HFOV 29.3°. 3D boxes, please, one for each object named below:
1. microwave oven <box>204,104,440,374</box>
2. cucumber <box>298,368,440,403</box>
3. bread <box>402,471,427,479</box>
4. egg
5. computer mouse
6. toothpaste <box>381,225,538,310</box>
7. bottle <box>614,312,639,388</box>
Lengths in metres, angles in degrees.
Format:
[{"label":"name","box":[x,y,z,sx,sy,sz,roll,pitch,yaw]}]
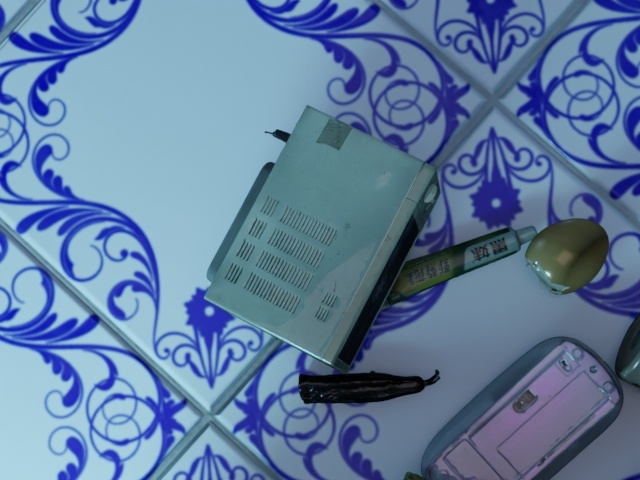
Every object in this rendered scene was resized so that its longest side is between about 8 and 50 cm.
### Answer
[{"label":"microwave oven","box":[0.000,0.000,1.369,0.194,0.145,0.241,26,85,14]},{"label":"cucumber","box":[0.055,0.166,1.410,0.163,0.043,0.039,-2,42,1]},{"label":"bread","box":[0.149,0.392,1.298,0.252,0.196,0.239,32,70,6]},{"label":"egg","box":[0.281,0.015,1.386,0.096,0.080,0.080,-39,83,2]},{"label":"computer mouse","box":[0.226,0.216,1.379,0.245,0.056,0.126,-44,84,6]},{"label":"toothpaste","box":[0.154,0.025,1.419,0.204,0.031,0.049,-20,79,4]},{"label":"bottle","box":[0.414,0.142,1.362,0.152,0.099,0.099,25,86,-1]}]
